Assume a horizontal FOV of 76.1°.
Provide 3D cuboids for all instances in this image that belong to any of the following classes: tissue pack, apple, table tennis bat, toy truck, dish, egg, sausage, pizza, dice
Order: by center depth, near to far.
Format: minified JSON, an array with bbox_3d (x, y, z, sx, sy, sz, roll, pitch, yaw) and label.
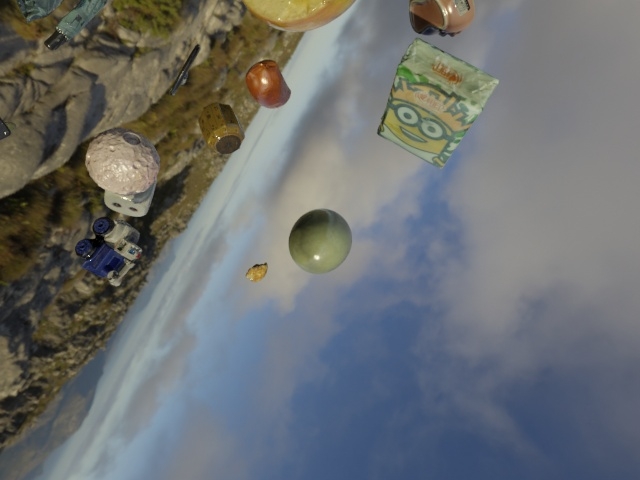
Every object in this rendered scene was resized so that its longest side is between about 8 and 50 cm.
[{"bbox_3d":[0.290,-0.348,1.086,0.128,0.228,0.311,-58,173,-13],"label":"tissue pack"},{"bbox_3d":[-0.055,-0.698,1.105,0.309,0.252,0.314,-28,-144,18],"label":"apple"},{"bbox_3d":[-0.371,-0.457,1.117,0.150,0.027,0.236,-60,-154,0],"label":"table tennis bat"},{"bbox_3d":[0.337,-0.678,1.205,0.090,0.213,0.213,-41,-171,-17],"label":"dish"},{"bbox_3d":[-0.174,-0.513,1.364,0.133,0.133,0.258,-60,179,5],"label":"sausage"},{"bbox_3d":[-0.738,0.037,1.465,0.213,0.177,0.161,-57,159,-13],"label":"toy truck"},{"bbox_3d":[0.000,0.000,1.696,0.258,0.258,0.352,-53,-172,26],"label":"egg"},{"bbox_3d":[-0.883,-0.235,1.909,0.194,0.192,0.193,-39,-142,55],"label":"dice"},{"bbox_3d":[-0.324,0.159,2.082,0.035,0.099,0.160,-101,-149,-43],"label":"pizza"}]

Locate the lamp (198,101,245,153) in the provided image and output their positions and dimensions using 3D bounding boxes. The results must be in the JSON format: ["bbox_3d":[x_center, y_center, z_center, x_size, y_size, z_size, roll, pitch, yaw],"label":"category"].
[{"bbox_3d":[-0.392,-0.443,1.622,0.161,0.161,0.185,-49,-121,39],"label":"lamp"}]

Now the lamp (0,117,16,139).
[{"bbox_3d":[-1.412,-0.467,1.705,0.203,0.124,0.283,-34,-147,-18],"label":"lamp"}]

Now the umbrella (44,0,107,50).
[{"bbox_3d":[-0.771,-0.695,1.289,0.250,0.052,0.053,-54,-178,-13],"label":"umbrella"}]

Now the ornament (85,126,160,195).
[{"bbox_3d":[-0.743,-0.304,1.557,0.225,0.259,0.259,-51,-162,38],"label":"ornament"}]

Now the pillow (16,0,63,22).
[{"bbox_3d":[-0.754,-0.773,1.070,0.283,0.138,0.310,92,23,-68],"label":"pillow"}]
